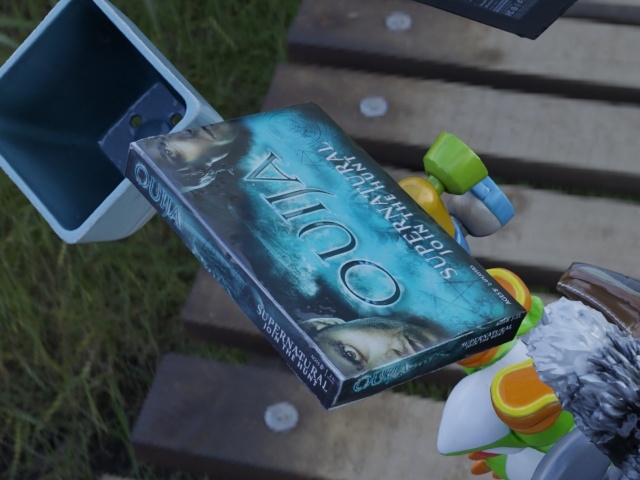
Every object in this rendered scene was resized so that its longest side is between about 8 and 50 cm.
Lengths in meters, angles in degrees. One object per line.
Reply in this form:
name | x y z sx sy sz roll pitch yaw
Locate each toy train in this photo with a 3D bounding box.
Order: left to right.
toy train | 0.063 -0.022 0.969 0.143 0.248 0.105 -46 64 -4

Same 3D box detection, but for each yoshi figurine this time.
yoshi figurine | 0.246 0.153 1.365 0.203 0.362 0.203 6 66 20

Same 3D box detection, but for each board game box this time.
board game box | 0.000 0.000 0.687 0.126 0.026 0.186 -17 50 -37

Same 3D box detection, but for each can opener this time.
can opener | 0.282 0.142 1.135 0.280 0.093 0.074 -54 18 -11

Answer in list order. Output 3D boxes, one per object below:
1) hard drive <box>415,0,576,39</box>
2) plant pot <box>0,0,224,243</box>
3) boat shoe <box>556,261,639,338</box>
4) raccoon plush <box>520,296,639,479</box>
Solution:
hard drive | 0.069 -0.149 0.688 0.135 0.094 0.022 16 72 -12
plant pot | -0.271 -0.149 1.794 0.247 0.252 0.248 -45 73 8
boat shoe | 0.435 0.143 1.684 0.324 0.122 0.120 32 90 20
raccoon plush | 0.384 0.160 0.910 0.299 0.216 0.446 -41 95 20
